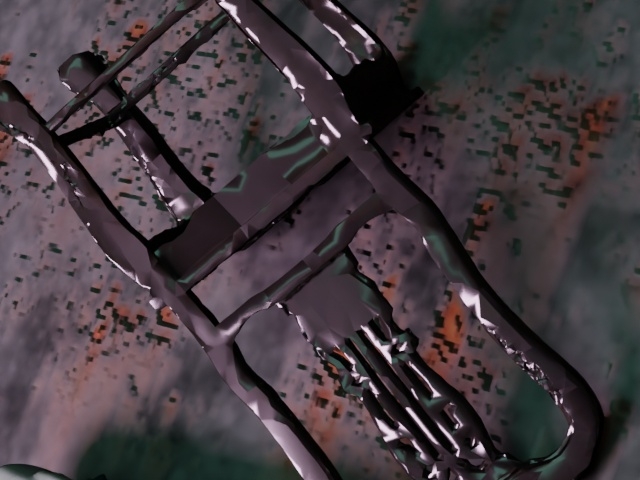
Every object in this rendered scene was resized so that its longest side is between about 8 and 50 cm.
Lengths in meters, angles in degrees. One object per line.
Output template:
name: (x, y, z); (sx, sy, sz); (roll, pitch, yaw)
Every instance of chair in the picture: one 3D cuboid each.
chair: (0.000, 0.000, 0.694); (0.106, 0.113, 0.229); (-39, 90, 17)

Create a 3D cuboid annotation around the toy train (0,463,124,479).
toy train: (-0.034, 0.118, 0.680); (0.234, 0.052, 0.051); (27, 85, 41)
